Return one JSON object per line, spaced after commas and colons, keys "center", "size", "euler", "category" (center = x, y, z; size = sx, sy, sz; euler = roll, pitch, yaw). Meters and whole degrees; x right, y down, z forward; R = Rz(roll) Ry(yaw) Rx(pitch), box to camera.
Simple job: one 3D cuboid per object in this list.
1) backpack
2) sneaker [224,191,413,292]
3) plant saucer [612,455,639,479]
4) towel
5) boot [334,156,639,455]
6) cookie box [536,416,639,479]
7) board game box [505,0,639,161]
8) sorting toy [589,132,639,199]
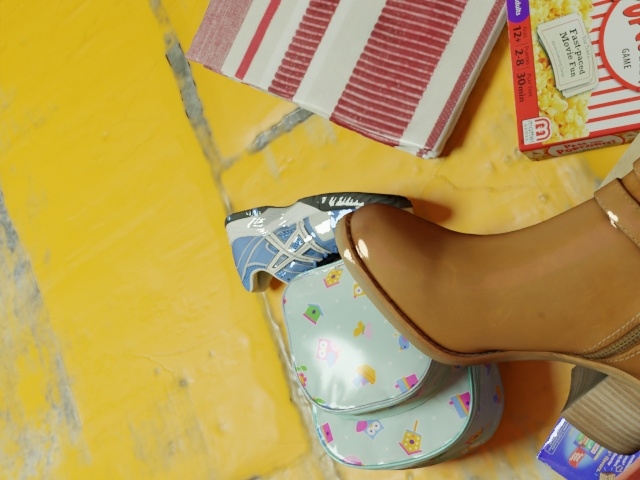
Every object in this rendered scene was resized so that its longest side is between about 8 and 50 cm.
{"center": [0.061, 0.098, 0.675], "size": [0.165, 0.144, 0.189], "euler": [-20, 75, 21], "category": "backpack"}
{"center": [0.000, 0.000, 0.771], "size": [0.211, 0.080, 0.081], "euler": [-12, 82, 38], "category": "sneaker"}
{"center": [0.242, 0.256, 0.460], "size": [0.258, 0.047, 0.259], "euler": [113, 150, -43], "category": "plant saucer"}
{"center": [0.031, -0.240, 0.813], "size": [0.329, 0.037, 0.237], "euler": [28, 94, 30], "category": "towel"}
{"center": [0.169, 0.005, 0.514], "size": [0.283, 0.109, 0.220], "euler": [35, 125, 3], "category": "boot"}
{"center": [0.237, 0.161, 0.615], "size": [0.107, 0.040, 0.092], "euler": [34, 99, 31], "category": "cookie box"}
{"center": [0.256, -0.155, 0.657], "size": [0.193, 0.045, 0.147], "euler": [-9, 77, 29], "category": "board game box"}
{"center": [0.346, -0.030, 0.510], "size": [0.255, 0.089, 0.257], "euler": [48, 135, 24], "category": "sorting toy"}
